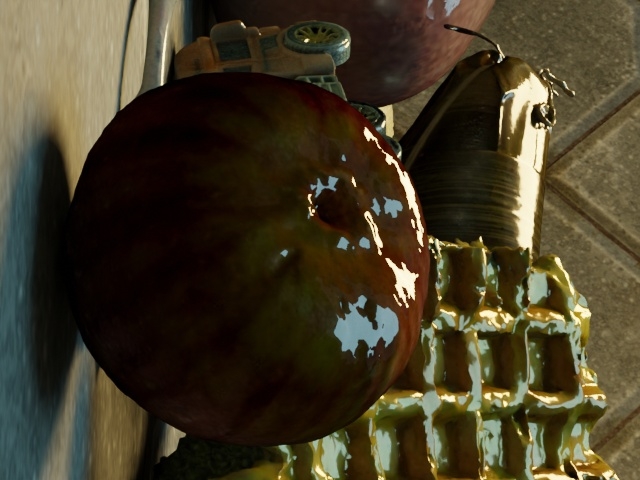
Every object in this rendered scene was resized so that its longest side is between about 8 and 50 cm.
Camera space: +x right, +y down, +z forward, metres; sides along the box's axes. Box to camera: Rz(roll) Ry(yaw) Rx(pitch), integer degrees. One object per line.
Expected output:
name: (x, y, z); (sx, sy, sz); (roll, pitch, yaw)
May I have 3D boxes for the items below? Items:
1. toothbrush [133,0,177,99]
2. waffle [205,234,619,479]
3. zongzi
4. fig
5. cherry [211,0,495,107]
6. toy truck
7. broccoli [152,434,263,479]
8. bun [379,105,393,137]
toothbrush: (-0.080, -0.176, 1.029); (0.037, 0.028, 0.375); (100, -6, -60)
waffle: (0.057, 0.110, 0.984); (0.312, 0.060, 0.307); (48, 49, -35)
zongzi: (0.033, -0.020, 1.259); (0.111, 0.241, 0.247); (60, 34, -54)
fig: (-0.046, 0.002, 0.794); (0.148, 0.202, 0.149); (9, 95, -51)
cherry: (0.021, -0.220, 1.404); (0.307, 0.221, 0.261); (132, -30, -72)
toy truck: (-0.036, -0.037, 1.128); (0.256, 0.140, 0.108); (-108, -164, -57)
broccoli: (-0.004, 0.157, 1.106); (0.226, 0.198, 0.176); (43, 50, -76)
bun: (-0.009, -0.061, 1.759); (0.239, 0.141, 0.239); (6, 90, -84)
